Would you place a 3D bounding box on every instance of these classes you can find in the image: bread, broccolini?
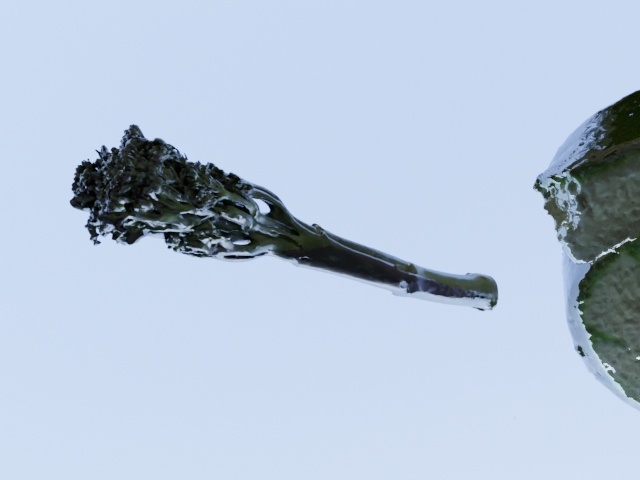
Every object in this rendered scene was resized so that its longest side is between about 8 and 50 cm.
[{"bbox_3d":[0.388,0.018,0.977,0.381,0.129,0.366,26,-54,-6],"label":"bread"},{"bbox_3d":[0.000,0.000,0.454,0.051,0.239,0.054,-39,-133,42],"label":"broccolini"}]
